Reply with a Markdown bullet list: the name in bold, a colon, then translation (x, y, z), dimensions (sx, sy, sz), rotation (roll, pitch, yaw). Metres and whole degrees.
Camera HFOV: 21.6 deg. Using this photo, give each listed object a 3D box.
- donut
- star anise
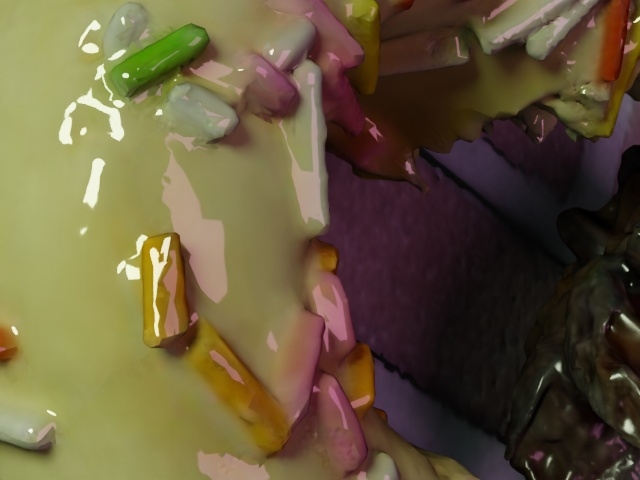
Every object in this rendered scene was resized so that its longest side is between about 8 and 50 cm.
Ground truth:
- **donut**: translation (-0.003, -0.010, 0.570), dimensions (0.307, 0.150, 0.371), rotation (35, 61, -37)
- **star anise**: translation (0.149, 0.023, 0.740), dimensions (0.223, 0.109, 0.236), rotation (-61, 174, 5)
